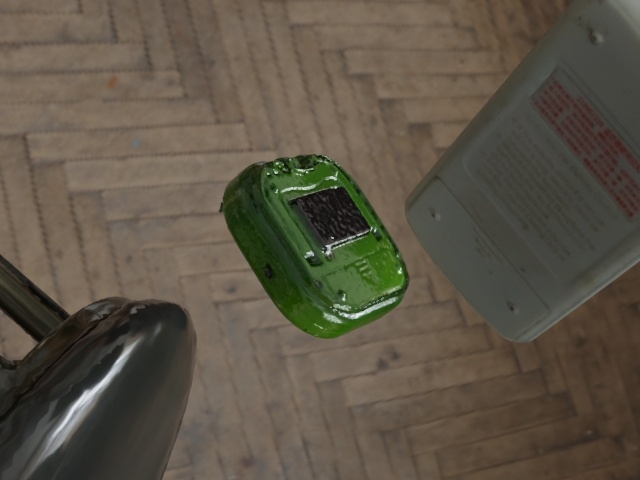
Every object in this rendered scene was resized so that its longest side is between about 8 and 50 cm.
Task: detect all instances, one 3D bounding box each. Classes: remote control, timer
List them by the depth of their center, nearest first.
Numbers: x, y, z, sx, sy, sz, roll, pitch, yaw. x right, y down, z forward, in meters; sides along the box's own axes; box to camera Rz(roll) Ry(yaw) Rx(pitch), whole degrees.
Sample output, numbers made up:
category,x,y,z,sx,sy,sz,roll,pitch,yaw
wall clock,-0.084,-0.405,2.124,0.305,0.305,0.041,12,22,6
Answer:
category,x,y,z,sx,sy,sz,roll,pitch,yaw
remote control,0.096,-0.024,0.486,0.029,0.190,0.087,-34,80,-30
timer,0.000,0.000,0.841,0.128,0.047,0.140,58,29,9

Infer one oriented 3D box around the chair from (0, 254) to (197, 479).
category,x,y,z,sx,sy,sz,roll,pitch,yaw
chair,-0.302,0.082,0.593,0.410,0.364,0.362,28,86,7
